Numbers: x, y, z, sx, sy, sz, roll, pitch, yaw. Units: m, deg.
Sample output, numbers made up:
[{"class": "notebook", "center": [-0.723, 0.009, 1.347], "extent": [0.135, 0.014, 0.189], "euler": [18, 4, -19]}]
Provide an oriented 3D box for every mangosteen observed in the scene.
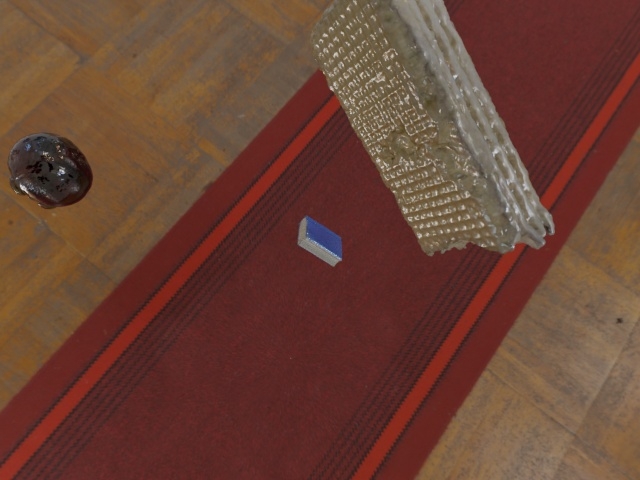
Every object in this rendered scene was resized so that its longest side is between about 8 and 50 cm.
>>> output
[{"class": "mangosteen", "center": [-0.530, -0.130, 0.848], "extent": [0.152, 0.152, 0.153], "euler": [1, 75, -4]}]

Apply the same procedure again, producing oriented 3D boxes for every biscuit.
[{"class": "biscuit", "center": [0.083, -0.091, 0.348], "extent": [0.061, 0.108, 0.239], "euler": [-37, 101, -24]}]

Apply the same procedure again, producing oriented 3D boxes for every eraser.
[{"class": "eraser", "center": [0.000, 0.000, 0.778], "extent": [0.084, 0.027, 0.063], "euler": [32, 35, -25]}]
